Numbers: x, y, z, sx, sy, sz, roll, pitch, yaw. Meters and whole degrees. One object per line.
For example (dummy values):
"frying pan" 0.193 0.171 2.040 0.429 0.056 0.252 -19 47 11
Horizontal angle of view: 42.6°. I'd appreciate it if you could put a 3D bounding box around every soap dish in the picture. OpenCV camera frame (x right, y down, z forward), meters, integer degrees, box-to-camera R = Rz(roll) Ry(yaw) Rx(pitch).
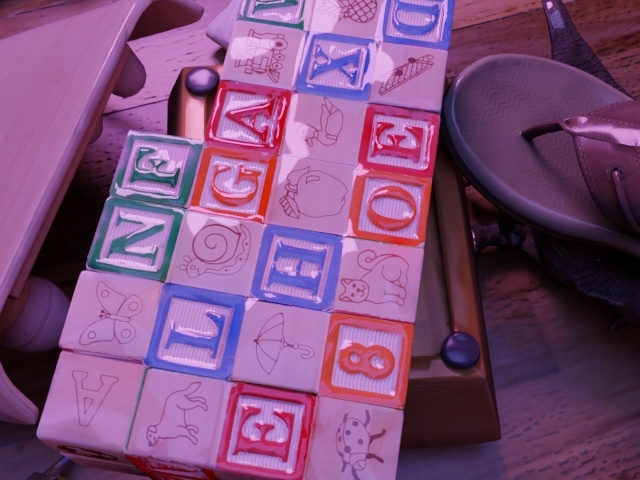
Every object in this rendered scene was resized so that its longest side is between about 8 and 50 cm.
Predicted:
"soap dish" 0.000 0.000 0.582 0.229 0.118 0.291 -3 65 -2

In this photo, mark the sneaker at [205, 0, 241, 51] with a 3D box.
"sneaker" -0.026 -0.248 0.718 0.094 0.080 0.212 21 69 21

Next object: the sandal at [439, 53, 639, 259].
"sandal" 0.218 -0.038 0.509 0.303 0.086 0.120 31 70 13

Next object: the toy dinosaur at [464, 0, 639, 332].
"toy dinosaur" 0.197 -0.048 0.626 0.160 0.121 0.313 6 61 -12

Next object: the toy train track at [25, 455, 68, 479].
"toy train track" -0.174 0.155 0.560 0.083 0.048 0.014 -44 106 -32

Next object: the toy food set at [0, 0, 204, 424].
"toy food set" -0.213 -0.032 0.580 0.220 0.092 0.306 -2 59 37

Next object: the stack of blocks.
"stack of blocks" -0.026 -0.011 0.473 0.171 0.087 0.297 9 66 3
